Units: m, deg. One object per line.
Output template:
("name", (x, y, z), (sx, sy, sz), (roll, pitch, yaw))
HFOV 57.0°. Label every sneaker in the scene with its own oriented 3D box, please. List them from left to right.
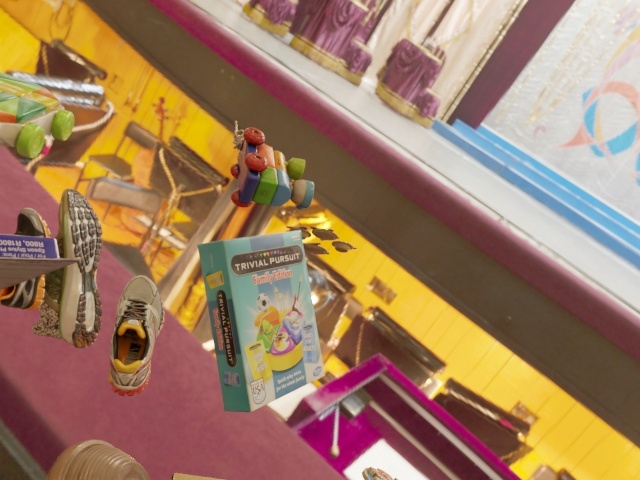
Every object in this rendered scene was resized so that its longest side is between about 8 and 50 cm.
("sneaker", (-0.616, 0.039, 1.215), (0.084, 0.214, 0.083), (0, -2, 36))
("sneaker", (-0.675, 0.070, 1.507), (0.182, 0.410, 0.158), (-1, -5, 5))
("sneaker", (-0.324, 0.155, 1.051), (0.088, 0.092, 0.225), (4, 51, -15))

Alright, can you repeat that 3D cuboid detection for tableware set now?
("tableware set", (0.000, 0.000, 1.449), (0.141, 0.020, 0.169), (1, -24, 30))

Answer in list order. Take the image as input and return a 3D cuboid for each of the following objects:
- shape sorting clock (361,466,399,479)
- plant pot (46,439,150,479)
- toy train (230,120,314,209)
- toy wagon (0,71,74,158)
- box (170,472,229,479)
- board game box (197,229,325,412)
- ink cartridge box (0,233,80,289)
("shape sorting clock", (0.146, 0.392, 0.842), (0.206, 0.040, 0.206), (32, -9, 5))
("plant pot", (-0.393, 0.488, 1.108), (0.237, 0.110, 0.237), (-19, 90, -78))
("toy train", (-0.095, -0.157, 1.151), (0.143, 0.105, 0.248), (13, 37, -20))
("toy wagon", (-0.578, -0.244, 1.031), (0.267, 0.068, 0.344), (19, 23, -5))
("box", (-0.154, 0.472, 0.975), (0.201, 0.021, 0.164), (15, 32, -17))
("board game box", (-0.116, 0.157, 1.244), (0.079, 0.336, 0.254), (-9, 0, 35))
("ink cartridge box", (-0.603, 0.027, 0.913), (0.324, 0.330, 0.071), (6, 73, -50))
